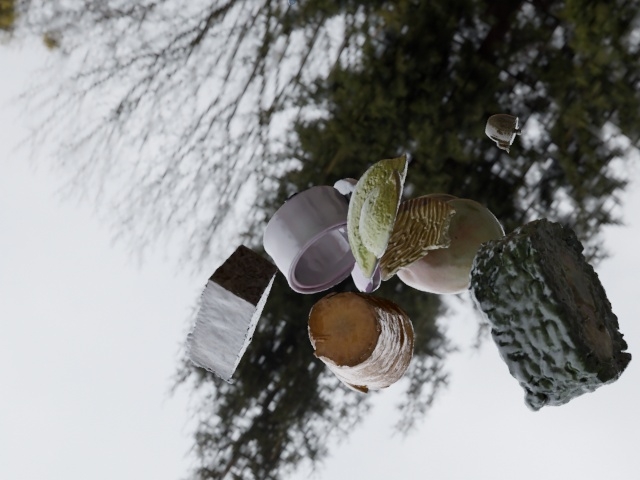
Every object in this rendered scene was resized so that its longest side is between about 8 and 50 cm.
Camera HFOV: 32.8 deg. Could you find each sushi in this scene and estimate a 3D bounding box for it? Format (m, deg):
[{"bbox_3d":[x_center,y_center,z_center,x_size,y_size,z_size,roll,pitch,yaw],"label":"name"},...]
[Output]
[{"bbox_3d":[0.452,0.134,2.130,0.294,0.178,0.352,-11,-106,-56],"label":"sushi"}]

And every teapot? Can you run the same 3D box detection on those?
[{"bbox_3d":[0.430,-0.254,2.528,0.080,0.085,0.110,15,-162,16],"label":"teapot"}]

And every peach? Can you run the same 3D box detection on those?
[{"bbox_3d":[0.305,0.013,2.702,0.292,0.247,0.292,-11,-143,8],"label":"peach"}]

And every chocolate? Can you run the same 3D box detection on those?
[{"bbox_3d":[-0.162,0.134,1.986,0.112,0.321,0.112,30,-124,5],"label":"chocolate"}]

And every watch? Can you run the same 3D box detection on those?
[{"bbox_3d":[0.000,0.000,2.083,0.217,0.248,0.211,-20,-123,-24],"label":"watch"}]

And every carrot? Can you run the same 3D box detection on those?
[{"bbox_3d":[0.059,0.184,2.052,0.196,0.196,0.254,44,-175,22],"label":"carrot"}]

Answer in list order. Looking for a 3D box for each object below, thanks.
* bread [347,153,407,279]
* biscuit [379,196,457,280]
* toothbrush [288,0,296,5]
[{"bbox_3d":[0.071,-0.026,1.500,0.065,0.187,0.149,15,-148,-5],"label":"bread"},{"bbox_3d":[0.210,0.000,2.528,0.176,0.228,0.031,26,-172,24],"label":"biscuit"},{"bbox_3d":[-0.048,-0.472,1.919,0.019,0.016,0.219,55,-159,-34],"label":"toothbrush"}]
